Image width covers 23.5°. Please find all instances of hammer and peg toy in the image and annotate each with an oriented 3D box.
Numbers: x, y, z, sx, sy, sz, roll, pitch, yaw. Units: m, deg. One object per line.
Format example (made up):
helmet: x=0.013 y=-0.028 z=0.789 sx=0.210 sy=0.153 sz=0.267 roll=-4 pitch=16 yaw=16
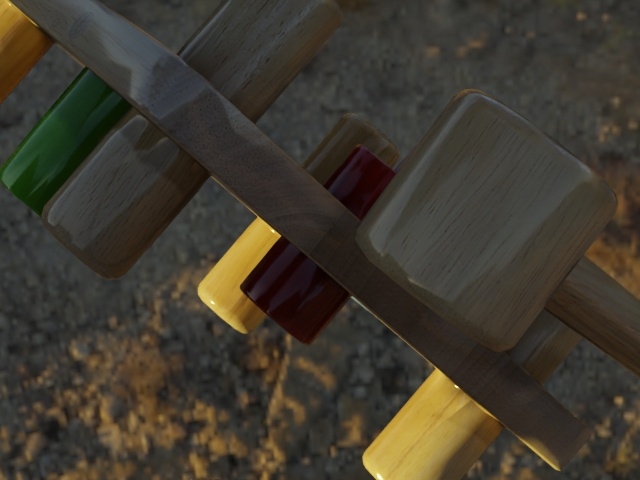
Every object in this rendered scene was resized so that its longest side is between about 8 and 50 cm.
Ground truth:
hammer and peg toy: x=0.000 y=0.000 z=0.609 sx=0.127 sy=0.266 sz=0.361 roll=-49 pitch=35 yaw=-1

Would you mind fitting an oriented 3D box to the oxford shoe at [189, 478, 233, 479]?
oxford shoe: x=-0.002 y=0.154 z=0.300 sx=0.133 sy=0.130 sz=0.364 roll=9 pitch=8 yaw=-35
